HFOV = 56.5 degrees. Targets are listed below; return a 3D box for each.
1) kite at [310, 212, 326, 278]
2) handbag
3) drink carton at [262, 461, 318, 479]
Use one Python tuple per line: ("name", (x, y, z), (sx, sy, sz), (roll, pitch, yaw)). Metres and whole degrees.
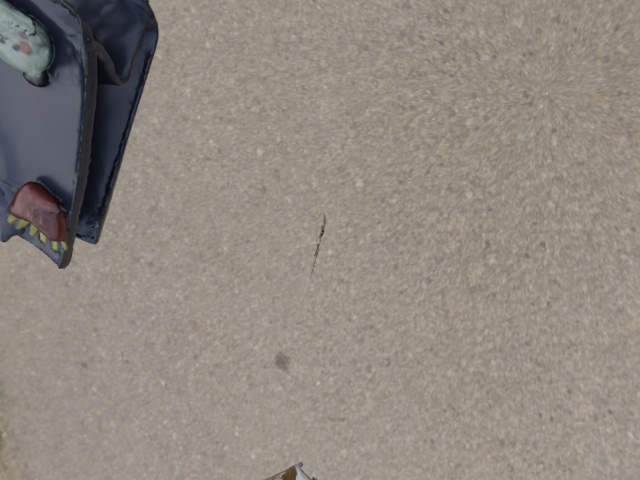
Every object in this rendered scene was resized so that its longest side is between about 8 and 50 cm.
("kite", (0.000, 0.000, 0.831), (0.004, 0.090, 0.122), (15, 124, 3))
("handbag", (-0.347, -0.153, 0.604), (0.304, 0.122, 0.329), (31, 123, 3))
("drink carton", (-0.116, 0.376, 0.584), (0.325, 0.194, 0.132), (-35, 104, 29))
